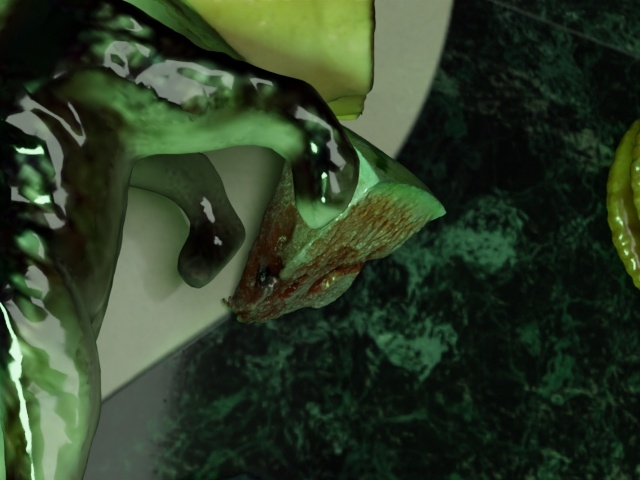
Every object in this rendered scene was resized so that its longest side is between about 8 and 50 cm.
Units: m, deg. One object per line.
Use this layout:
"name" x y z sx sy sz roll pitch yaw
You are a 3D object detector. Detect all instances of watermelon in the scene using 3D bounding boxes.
"watermelon" 0.018 -0.007 0.728 0.098 0.121 0.158 28 73 -41

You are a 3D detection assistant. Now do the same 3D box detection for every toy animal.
"toy animal" -0.198 -0.008 0.576 0.302 0.194 0.344 42 69 -17

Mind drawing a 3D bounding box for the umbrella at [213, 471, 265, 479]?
"umbrella" -0.132 0.205 0.648 0.248 0.071 0.071 -16 88 -22

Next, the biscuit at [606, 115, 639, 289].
"biscuit" 0.342 -0.030 0.903 0.220 0.066 0.220 7 75 -25

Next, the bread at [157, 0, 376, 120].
"bread" -0.004 -0.191 0.676 0.224 0.183 0.211 -41 109 5
